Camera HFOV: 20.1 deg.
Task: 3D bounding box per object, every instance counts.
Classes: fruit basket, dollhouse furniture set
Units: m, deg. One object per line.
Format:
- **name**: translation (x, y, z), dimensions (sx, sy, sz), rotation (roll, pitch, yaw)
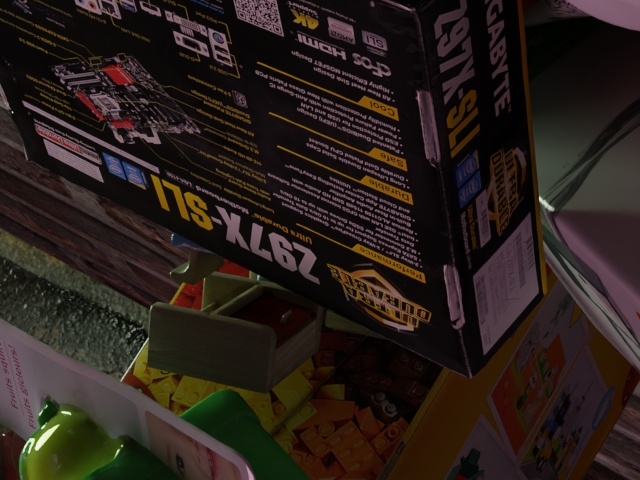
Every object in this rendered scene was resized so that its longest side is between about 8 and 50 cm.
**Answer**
- **fruit basket**: translation (-0.140, 0.198, 1.082), dimensions (0.353, 0.165, 0.327), rotation (18, 130, 36)
- **dollhouse furniture set**: translation (0.000, 0.000, 1.056), dimensions (0.129, 0.129, 0.184), rotation (11, -162, 18)

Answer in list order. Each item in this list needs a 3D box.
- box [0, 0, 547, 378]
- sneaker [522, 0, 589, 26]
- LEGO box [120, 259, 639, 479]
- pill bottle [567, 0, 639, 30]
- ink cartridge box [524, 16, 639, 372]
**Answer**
- **box**: translation (-0.047, -0.093, 0.909), dimensions (0.322, 0.079, 0.257), rotation (25, 150, 29)
- **sneaker**: translation (0.164, -0.133, 0.859), dimensions (0.145, 0.090, 0.270), rotation (15, -179, -6)
- **LEGO box**: translation (0.072, 0.114, 1.390), dimensions (0.193, 0.372, 0.500), rotation (26, 166, 23)
- **pill bottle**: translation (0.155, -0.169, 0.579), dimensions (0.161, 0.161, 0.283), rotation (32, 168, -4)
- **ink cartridge box**: translation (0.202, 0.007, 0.962), dimensions (0.211, 0.121, 0.289), rotation (51, -178, -28)
